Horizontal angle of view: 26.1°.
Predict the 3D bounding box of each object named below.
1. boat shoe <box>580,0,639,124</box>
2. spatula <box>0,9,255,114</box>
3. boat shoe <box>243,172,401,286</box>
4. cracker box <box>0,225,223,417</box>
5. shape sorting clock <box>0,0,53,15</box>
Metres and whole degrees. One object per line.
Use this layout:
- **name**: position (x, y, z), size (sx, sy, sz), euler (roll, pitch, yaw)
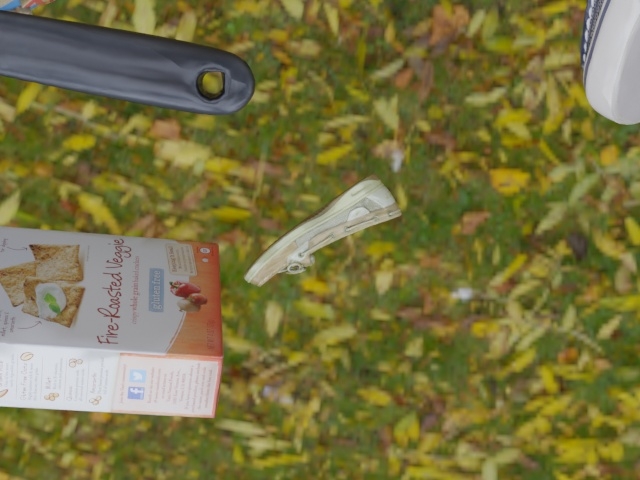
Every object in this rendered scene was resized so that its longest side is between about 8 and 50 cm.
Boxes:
- **boat shoe**: position (0.231, -0.263, 0.961), size (0.127, 0.158, 0.340), euler (1, 117, -46)
- **spatula**: position (-0.173, -0.089, 0.576), size (0.296, 0.030, 0.084), euler (8, 103, -12)
- **boat shoe**: position (0.000, 0.000, 1.248), size (0.153, 0.056, 0.048), euler (-36, 92, -5)
- **cracker box**: position (-0.194, 0.059, 1.075), size (0.232, 0.155, 0.067), euler (4, 123, -9)
- **shape sorting clock**: position (-0.286, -0.191, 1.113), size (0.206, 0.206, 0.040), euler (-27, 91, 29)
